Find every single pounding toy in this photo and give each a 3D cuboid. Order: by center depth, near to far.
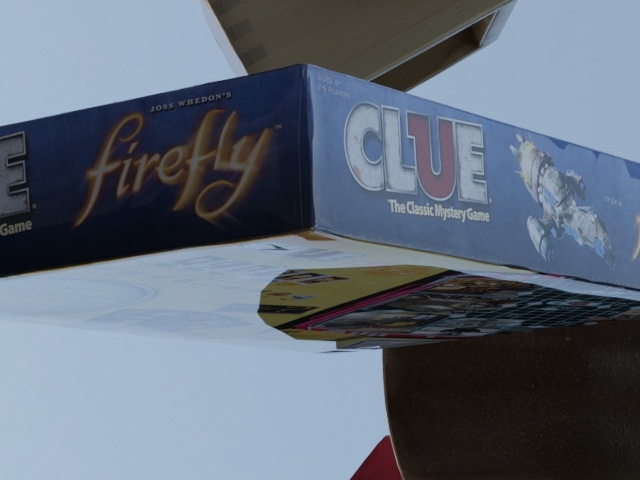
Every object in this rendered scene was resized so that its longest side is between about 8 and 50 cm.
[{"bbox_3d":[0.020,-0.115,0.839,0.141,0.130,0.100,-29,-93,-2],"label":"pounding toy"}]

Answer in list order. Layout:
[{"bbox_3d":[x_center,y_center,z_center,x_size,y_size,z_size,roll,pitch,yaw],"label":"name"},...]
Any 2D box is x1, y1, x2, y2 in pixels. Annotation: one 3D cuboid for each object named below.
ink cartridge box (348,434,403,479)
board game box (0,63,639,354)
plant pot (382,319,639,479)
[{"bbox_3d":[0.080,0.235,1.294,0.176,0.128,0.127,37,-98,17],"label":"ink cartridge box"},{"bbox_3d":[0.000,0.000,0.601,0.165,0.243,0.042,-8,-101,33],"label":"board game box"},{"bbox_3d":[0.183,0.059,1.029,0.230,0.215,0.215,0,-81,32],"label":"plant pot"}]
